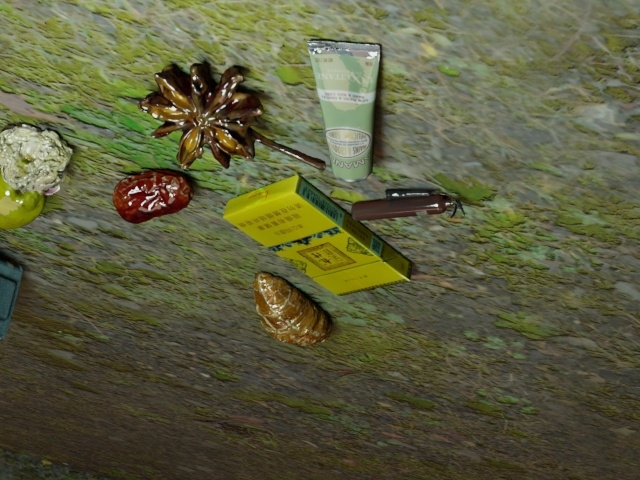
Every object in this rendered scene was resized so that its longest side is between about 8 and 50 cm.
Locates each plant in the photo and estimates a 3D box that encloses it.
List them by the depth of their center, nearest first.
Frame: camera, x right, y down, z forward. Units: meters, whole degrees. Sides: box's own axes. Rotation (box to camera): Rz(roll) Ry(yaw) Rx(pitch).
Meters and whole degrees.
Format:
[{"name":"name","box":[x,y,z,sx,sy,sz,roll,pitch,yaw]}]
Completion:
[{"name":"plant","box":[-0.420,-0.119,1.445,0.116,0.104,0.122,36,-179,13]}]

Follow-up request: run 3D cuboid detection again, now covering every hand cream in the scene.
[{"name":"hand cream","box":[0.033,-0.156,1.214,0.086,0.055,0.235,5,143,8]}]

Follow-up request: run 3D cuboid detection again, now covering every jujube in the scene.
[{"name":"jujube","box":[-0.251,-0.068,1.454,0.129,0.077,0.077,-9,145,25]}]

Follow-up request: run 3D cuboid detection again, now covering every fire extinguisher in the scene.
[{"name":"fire extinguisher","box":[0.123,-0.054,1.379,0.173,0.035,0.049,-4,109,27]}]

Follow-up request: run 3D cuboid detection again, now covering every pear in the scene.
[{"name":"pear","box":[-0.485,-0.070,1.513,0.107,0.107,0.131,27,153,-25]}]

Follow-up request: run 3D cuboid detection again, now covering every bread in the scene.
[{"name":"bread","box":[-0.058,0.138,1.741,0.105,0.076,0.233,-8,143,30]}]

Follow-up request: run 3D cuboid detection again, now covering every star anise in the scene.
[{"name":"star anise","box":[-0.127,-0.142,1.261,0.177,0.073,0.234,-24,118,36]}]

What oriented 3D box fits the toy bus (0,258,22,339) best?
[{"name":"toy bus","box":[-0.692,0.069,1.703,0.194,0.161,0.323,5,165,21]}]

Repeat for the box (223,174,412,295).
[{"name":"box","box":[0.000,0.000,1.510,0.153,0.041,0.279,-17,139,39]}]
